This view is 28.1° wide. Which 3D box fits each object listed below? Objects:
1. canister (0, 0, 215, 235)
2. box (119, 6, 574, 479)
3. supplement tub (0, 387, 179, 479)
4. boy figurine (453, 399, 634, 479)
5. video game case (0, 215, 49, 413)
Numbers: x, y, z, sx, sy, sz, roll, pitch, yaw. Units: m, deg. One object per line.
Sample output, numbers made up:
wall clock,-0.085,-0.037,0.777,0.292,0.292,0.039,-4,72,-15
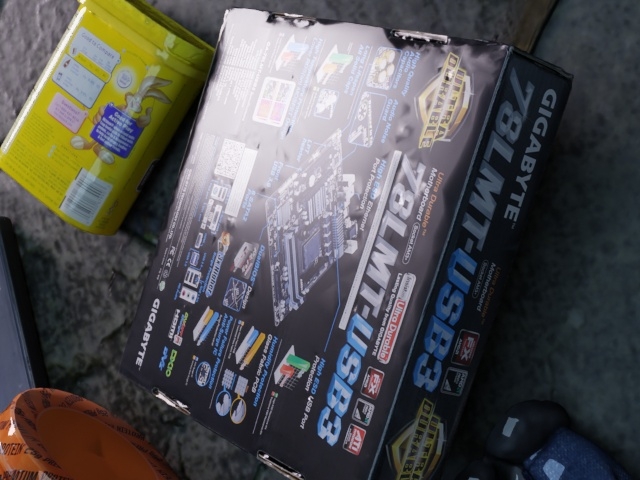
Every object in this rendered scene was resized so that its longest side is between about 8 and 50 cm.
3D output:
canister,-0.170,-0.104,1.009,0.126,0.073,0.170,37,102,23
box,0.000,0.000,0.862,0.293,0.073,0.295,18,92,49
supplement tub,-0.248,0.275,0.941,0.193,0.193,0.316,43,102,22
boy figurine,0.201,0.232,0.779,0.177,0.092,0.285,-52,56,12
video game case,-0.359,0.115,1.101,0.274,0.026,0.196,-20,77,21
